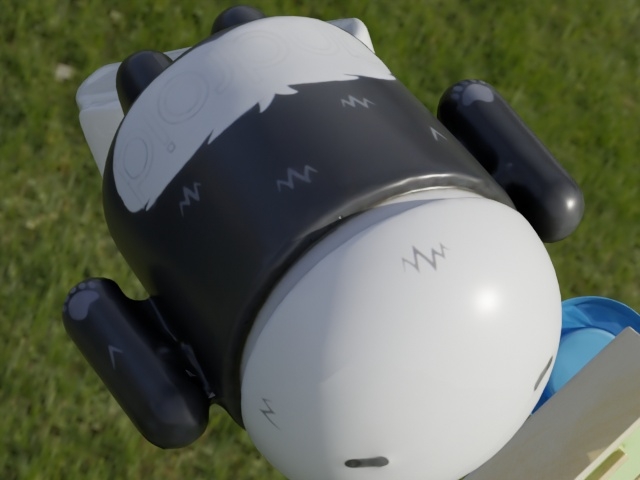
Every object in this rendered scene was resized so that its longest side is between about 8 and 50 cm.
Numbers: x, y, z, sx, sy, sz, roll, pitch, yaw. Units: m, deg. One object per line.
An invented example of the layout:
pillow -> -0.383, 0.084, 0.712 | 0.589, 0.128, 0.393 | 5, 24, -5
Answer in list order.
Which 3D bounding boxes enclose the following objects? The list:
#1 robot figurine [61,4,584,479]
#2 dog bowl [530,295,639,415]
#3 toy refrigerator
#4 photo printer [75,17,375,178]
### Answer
robot figurine -> -0.001, 0.002, 0.817 | 0.174, 0.209, 0.278 | 19, 25, -47
dog bowl -> 0.323, 0.207, 1.823 | 0.166, 0.074, 0.297 | -25, 83, -4
toy refrigerator -> 0.244, 0.221, 1.591 | 0.269, 0.102, 0.094 | -42, 49, -5
photo printer -> -0.039, -0.020, 1.391 | 0.256, 0.307, 0.107 | -9, 30, 20
